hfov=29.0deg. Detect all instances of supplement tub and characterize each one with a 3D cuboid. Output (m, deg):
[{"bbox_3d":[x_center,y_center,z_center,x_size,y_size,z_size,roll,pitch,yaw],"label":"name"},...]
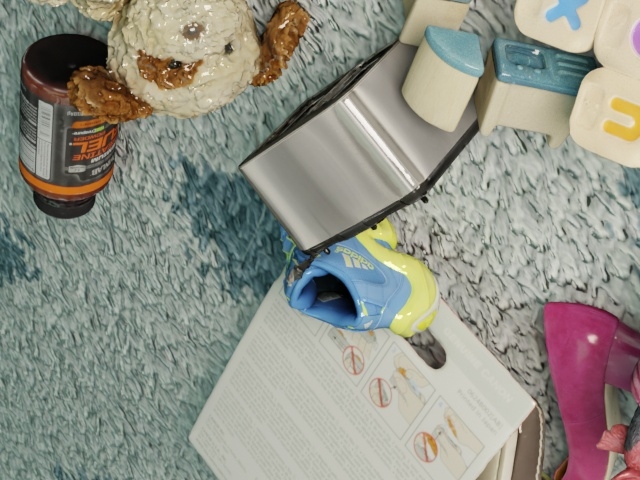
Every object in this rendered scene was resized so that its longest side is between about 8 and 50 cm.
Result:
[{"bbox_3d":[-0.270,-0.116,1.324,0.106,0.106,0.198,32,137,17],"label":"supplement tub"}]

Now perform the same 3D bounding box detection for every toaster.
[{"bbox_3d":[0.037,-0.080,1.040,0.110,0.186,0.168,50,139,-10],"label":"toaster"}]

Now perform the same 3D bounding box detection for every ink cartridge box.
[{"bbox_3d":[0.043,0.181,1.267,0.308,0.091,0.385,49,125,28],"label":"ink cartridge box"}]

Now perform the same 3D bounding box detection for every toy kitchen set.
[{"bbox_3d":[0.175,-0.171,0.950,0.207,0.166,0.122,9,138,-13],"label":"toy kitchen set"}]

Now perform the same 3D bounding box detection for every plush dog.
[{"bbox_3d":[-0.137,-0.215,1.082,0.210,0.262,0.225,-149,43,-69],"label":"plush dog"}]

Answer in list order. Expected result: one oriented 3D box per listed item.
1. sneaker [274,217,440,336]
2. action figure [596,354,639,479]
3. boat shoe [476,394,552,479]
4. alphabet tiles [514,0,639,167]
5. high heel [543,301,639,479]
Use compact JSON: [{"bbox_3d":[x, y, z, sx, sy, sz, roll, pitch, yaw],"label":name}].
[{"bbox_3d":[0.000,0.000,1.139,0.240,0.126,0.091,41,121,32],"label":"sneaker"},{"bbox_3d":[0.327,0.073,0.826,0.370,0.275,0.248,-39,54,21],"label":"action figure"},{"bbox_3d":[0.190,0.283,1.257,0.096,0.116,0.324,-1,119,-10],"label":"boat shoe"},{"bbox_3d":[0.254,-0.173,0.773,0.278,0.021,0.284,29,112,38],"label":"alphabet tiles"},{"bbox_3d":[0.225,0.166,1.140,0.117,0.082,0.244,24,129,11],"label":"high heel"}]
